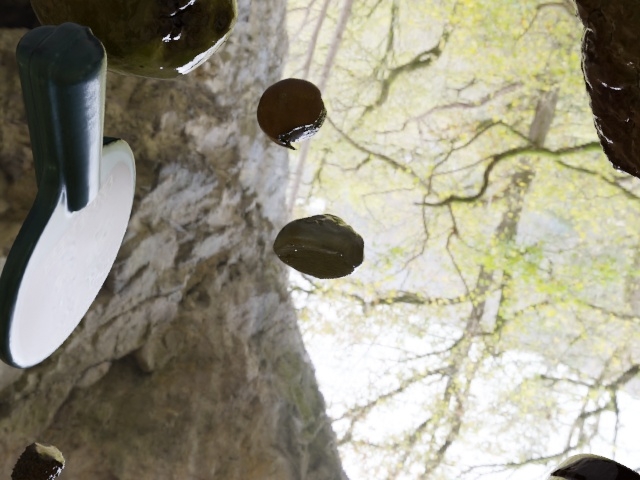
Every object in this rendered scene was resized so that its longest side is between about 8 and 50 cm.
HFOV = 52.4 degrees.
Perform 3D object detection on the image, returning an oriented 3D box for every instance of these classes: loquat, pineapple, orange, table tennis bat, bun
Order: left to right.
[{"bbox_3d":[-0.377,0.318,0.821,0.058,0.124,0.058,32,177,2],"label":"pineapple"},{"bbox_3d":[-0.149,-0.019,0.384,0.040,0.153,0.244,23,138,-1],"label":"table tennis bat"},{"bbox_3d":[-0.203,-0.278,0.668,0.246,0.213,0.213,43,-162,28],"label":"loquat"},{"bbox_3d":[-0.060,-0.264,1.375,0.156,0.134,0.157,1,152,0],"label":"orange"},{"bbox_3d":[0.000,0.000,1.256,0.183,0.102,0.183,10,155,5],"label":"bun"}]

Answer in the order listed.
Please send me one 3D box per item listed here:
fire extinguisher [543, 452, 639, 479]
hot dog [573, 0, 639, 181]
[{"bbox_3d":[0.060,0.254,0.300,0.344,0.102,0.138,-34,-143,-22],"label":"fire extinguisher"},{"bbox_3d":[0.237,-0.151,0.416,0.175,0.114,0.259,44,168,50],"label":"hot dog"}]
